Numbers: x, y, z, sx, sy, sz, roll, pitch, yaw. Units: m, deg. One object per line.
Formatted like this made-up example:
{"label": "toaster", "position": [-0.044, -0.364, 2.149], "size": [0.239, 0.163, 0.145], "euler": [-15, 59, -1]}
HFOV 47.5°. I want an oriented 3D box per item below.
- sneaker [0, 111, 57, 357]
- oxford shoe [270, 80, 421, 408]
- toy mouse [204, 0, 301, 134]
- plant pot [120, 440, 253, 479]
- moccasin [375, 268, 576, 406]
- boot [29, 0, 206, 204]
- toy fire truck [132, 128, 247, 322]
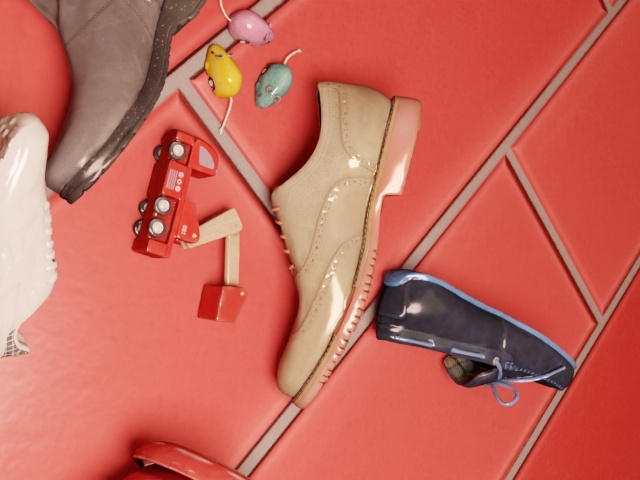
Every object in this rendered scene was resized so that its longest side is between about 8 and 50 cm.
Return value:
{"label": "sneaker", "position": [-0.282, -0.002, 0.662], "size": [0.094, 0.090, 0.235], "euler": [15, 106, -34]}
{"label": "oxford shoe", "position": [0.000, 0.000, 0.888], "size": [0.146, 0.140, 0.397], "euler": [18, 83, -4]}
{"label": "toy mouse", "position": [-0.071, -0.219, 0.871], "size": [0.143, 0.031, 0.161], "euler": [-18, 100, -35]}
{"label": "plant pot", "position": [-0.147, 0.305, 0.721], "size": [0.191, 0.191, 0.174], "euler": [41, 60, -29]}
{"label": "moccasin", "position": [0.211, 0.153, 1.035], "size": [0.341, 0.137, 0.117], "euler": [26, 78, -19]}
{"label": "boot", "position": [-0.251, -0.221, 0.708], "size": [0.222, 0.118, 0.338], "euler": [30, 67, -25]}
{"label": "toy fire truck", "position": [-0.135, -0.014, 0.813], "size": [0.135, 0.047, 0.192], "euler": [20, 77, -35]}
